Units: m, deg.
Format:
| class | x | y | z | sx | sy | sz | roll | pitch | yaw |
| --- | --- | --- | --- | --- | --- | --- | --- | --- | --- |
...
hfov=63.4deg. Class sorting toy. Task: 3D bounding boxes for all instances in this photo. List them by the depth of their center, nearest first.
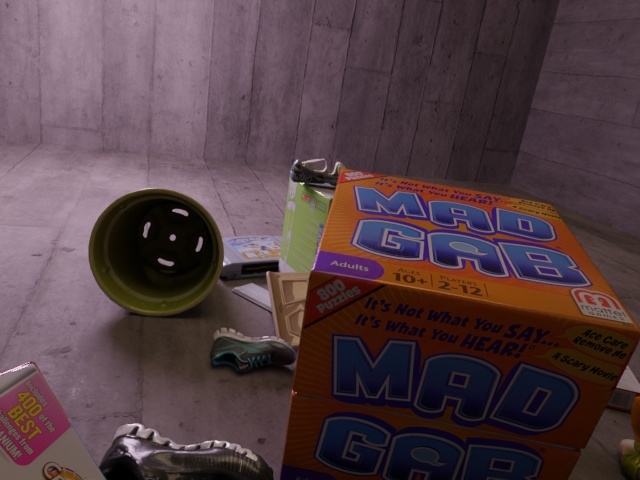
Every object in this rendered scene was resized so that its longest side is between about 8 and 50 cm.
| class | x | y | z | sx | sy | sz | roll | pitch | yaw |
| --- | --- | --- | --- | --- | --- | --- | --- | --- | --- |
| sorting toy | -0.012 | 0.153 | 1.145 | 0.208 | 0.038 | 0.193 | 4 | 48 | -22 |

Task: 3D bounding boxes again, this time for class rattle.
| class | x | y | z | sx | sy | sz | roll | pitch | yaw |
| --- | --- | --- | --- | --- | --- | --- | --- | --- | --- |
| rattle | 0.600 | 0.338 | 0.830 | 0.199 | 0.143 | 0.130 | 9 | -4 | 24 |

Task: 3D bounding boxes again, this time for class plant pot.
| class | x | y | z | sx | sy | sz | roll | pitch | yaw |
| --- | --- | --- | --- | --- | --- | --- | --- | --- | --- |
| plant pot | -0.360 | 0.011 | 1.209 | 0.276 | 0.276 | 0.254 | 6 | 7 | -9 |

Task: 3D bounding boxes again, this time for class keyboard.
| class | x | y | z | sx | sy | sz | roll | pitch | yaw |
| --- | --- | --- | --- | --- | --- | --- | --- | --- | --- |
| keyboard | -0.099 | 0.155 | 1.237 | 0.256 | 0.014 | 0.072 | 22 | 17 | 33 |

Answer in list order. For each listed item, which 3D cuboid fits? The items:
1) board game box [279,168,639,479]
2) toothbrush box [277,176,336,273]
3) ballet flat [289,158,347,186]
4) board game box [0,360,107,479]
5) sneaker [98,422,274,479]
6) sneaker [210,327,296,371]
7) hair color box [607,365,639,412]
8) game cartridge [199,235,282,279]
| class | x | y | z | sx | sy | sz | roll | pitch | yaw |
| --- | --- | --- | --- | --- | --- | --- | --- | --- | --- |
| board game box | 0.160 | 0.141 | 0.778 | 0.356 | 0.356 | 0.356 | 10 | 27 | 3 |
| toothbrush box | 0.000 | 0.000 | 1.310 | 0.122 | 0.283 | 0.206 | -2 | 20 | -32 |
| ballet flat | 0.022 | -0.163 | 1.253 | 0.188 | 0.070 | 0.070 | 5 | 19 | -16 |
| board game box | -0.304 | 0.257 | 0.406 | 0.242 | 0.064 | 0.316 | 56 | 15 | 5 |
| sneaker | -0.179 | 0.305 | 0.657 | 0.234 | 0.078 | 0.106 | 8 | 21 | 10 |
| sneaker | -0.130 | 0.220 | 0.976 | 0.166 | 0.065 | 0.076 | 8 | 35 | 6 |
| hair color box | 0.607 | 0.290 | 1.101 | 0.093 | 0.053 | 0.167 | 11 | 20 | 10 |
| game cartridge | -0.179 | 0.041 | 1.472 | 0.297 | 0.062 | 0.198 | -4 | 26 | -33 |
